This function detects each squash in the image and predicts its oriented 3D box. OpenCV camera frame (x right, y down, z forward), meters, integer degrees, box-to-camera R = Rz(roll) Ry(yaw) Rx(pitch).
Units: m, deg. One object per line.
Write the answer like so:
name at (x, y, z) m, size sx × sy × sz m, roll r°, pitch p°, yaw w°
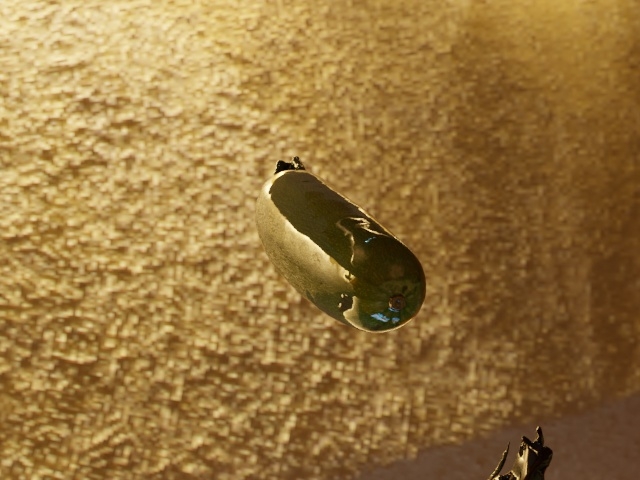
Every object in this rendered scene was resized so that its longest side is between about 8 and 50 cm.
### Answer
squash at (0.000, 0.000, 0.812) m, size 0.066 × 0.252 × 0.066 m, roll -5°, pitch -73°, yaw -16°

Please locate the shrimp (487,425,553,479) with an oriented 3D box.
shrimp at (0.116, 0.236, 0.622) m, size 0.051 × 0.198 × 0.262 m, roll 9°, pitch -77°, yaw -61°
